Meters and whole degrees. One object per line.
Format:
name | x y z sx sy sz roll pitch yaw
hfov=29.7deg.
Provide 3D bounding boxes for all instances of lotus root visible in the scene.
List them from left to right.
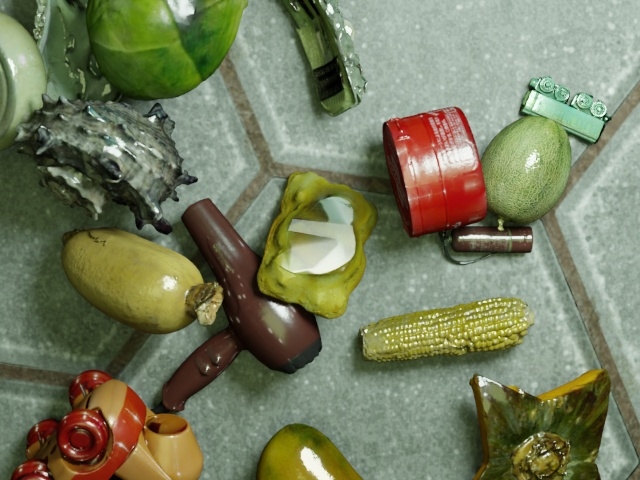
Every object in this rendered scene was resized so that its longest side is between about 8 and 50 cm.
lotus root | -0.283 0.066 1.852 0.303 0.146 0.131 22 103 27

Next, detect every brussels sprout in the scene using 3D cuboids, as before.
brussels sprout | -0.224 -0.343 1.818 0.271 0.210 0.219 -49 128 -36

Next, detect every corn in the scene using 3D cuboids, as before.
corn | 0.204 0.148 1.943 0.288 0.086 0.087 -9 95 0

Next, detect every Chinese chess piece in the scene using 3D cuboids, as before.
Chinese chess piece | -0.529 -0.240 1.831 0.237 0.092 0.238 6 108 18

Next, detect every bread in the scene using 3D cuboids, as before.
bread | 0.000 0.000 1.877 0.160 0.088 0.233 17 64 0

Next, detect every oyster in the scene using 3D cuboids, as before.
oyster | -0.392 -0.276 1.878 0.199 0.087 0.252 -42 100 -6

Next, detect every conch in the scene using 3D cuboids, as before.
conch | -0.326 -0.108 1.819 0.240 0.313 0.186 -17 66 38

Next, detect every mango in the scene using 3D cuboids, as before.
mango | -0.011 0.424 1.928 0.175 0.139 0.254 -40 87 -11

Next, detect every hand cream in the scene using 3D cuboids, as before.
hand cream | 0.175 -0.106 1.869 0.125 0.193 0.193 -13 95 -1

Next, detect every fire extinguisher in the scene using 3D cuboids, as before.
fire extinguisher | 0.262 0.005 1.956 0.157 0.045 0.078 0 116 -4

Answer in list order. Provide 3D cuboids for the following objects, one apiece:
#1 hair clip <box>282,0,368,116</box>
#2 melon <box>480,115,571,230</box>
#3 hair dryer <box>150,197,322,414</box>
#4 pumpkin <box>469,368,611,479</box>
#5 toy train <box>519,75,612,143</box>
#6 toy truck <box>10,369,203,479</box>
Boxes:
hair clip | -0.005 -0.358 1.882 0.091 0.138 0.321 -28 95 -30
melon | 0.318 -0.104 1.901 0.139 0.139 0.192 25 90 -4
hair dryer | -0.195 0.145 1.930 0.340 0.123 0.312 -42 84 11
pumpkin | 0.338 0.349 1.959 0.258 0.095 0.290 3 104 -15
toy train | 0.397 -0.212 1.947 0.147 0.038 0.071 22 96 -5
toy truck | -0.328 0.349 1.878 0.239 0.189 0.265 40 104 -15
